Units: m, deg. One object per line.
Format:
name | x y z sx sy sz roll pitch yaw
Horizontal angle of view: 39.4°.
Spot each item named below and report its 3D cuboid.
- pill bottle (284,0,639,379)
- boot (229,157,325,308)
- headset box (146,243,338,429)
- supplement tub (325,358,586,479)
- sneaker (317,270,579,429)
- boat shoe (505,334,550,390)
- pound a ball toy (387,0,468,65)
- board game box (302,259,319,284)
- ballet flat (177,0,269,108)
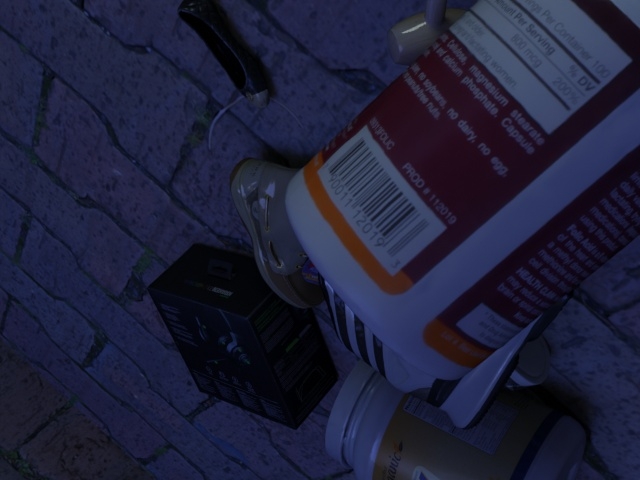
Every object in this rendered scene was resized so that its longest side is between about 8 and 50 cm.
pill bottle | 0.181 -0.091 0.706 0.392 0.224 0.224 -42 95 15
boot | 0.000 0.000 1.268 0.203 0.095 0.262 5 128 41
headset box | -0.135 0.155 1.535 0.246 0.131 0.283 11 135 39
supplement tub | 0.188 0.296 1.270 0.316 0.228 0.228 23 141 27
sneaker | 0.134 -0.004 0.949 0.258 0.169 0.447 26 125 5
boat shoe | 0.169 0.083 1.165 0.305 0.109 0.091 46 142 -11
pound a ball toy | 0.122 -0.324 0.717 0.319 0.136 0.208 106 148 -53
board game box | 0.058 0.058 1.232 0.169 0.033 0.133 18 147 -31
ballet flat | -0.127 -0.242 1.168 0.057 0.049 0.173 -15 116 53
